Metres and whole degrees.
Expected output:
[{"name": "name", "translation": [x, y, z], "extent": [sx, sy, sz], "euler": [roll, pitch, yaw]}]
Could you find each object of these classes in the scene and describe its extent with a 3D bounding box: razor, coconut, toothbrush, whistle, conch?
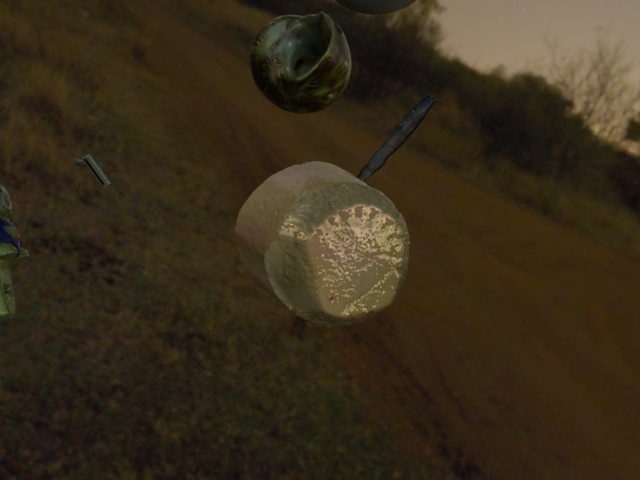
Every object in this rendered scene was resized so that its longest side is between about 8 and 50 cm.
[{"name": "razor", "translation": [-0.541, -0.177, 2.351], "extent": [0.084, 0.036, 0.211], "euler": [58, -15, -23]}, {"name": "coconut", "translation": [0.000, 0.000, 1.550], "extent": [0.239, 0.239, 0.244], "euler": [20, 5, -29]}, {"name": "toothbrush", "translation": [0.122, -0.171, 2.071], "extent": [0.035, 0.413, 0.042], "euler": [41, 48, -1]}, {"name": "whistle", "translation": [-0.471, 0.002, 1.440], "extent": [0.105, 0.085, 0.227], "euler": [39, 33, -73]}, {"name": "conch", "translation": [-0.022, -0.285, 1.577], "extent": [0.124, 0.187, 0.181], "euler": [15, 46, -44]}]

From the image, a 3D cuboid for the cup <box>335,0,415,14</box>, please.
[{"name": "cup", "translation": [0.083, -0.514, 1.566], "extent": [0.205, 0.205, 0.312], "euler": [31, -29, 24]}]
